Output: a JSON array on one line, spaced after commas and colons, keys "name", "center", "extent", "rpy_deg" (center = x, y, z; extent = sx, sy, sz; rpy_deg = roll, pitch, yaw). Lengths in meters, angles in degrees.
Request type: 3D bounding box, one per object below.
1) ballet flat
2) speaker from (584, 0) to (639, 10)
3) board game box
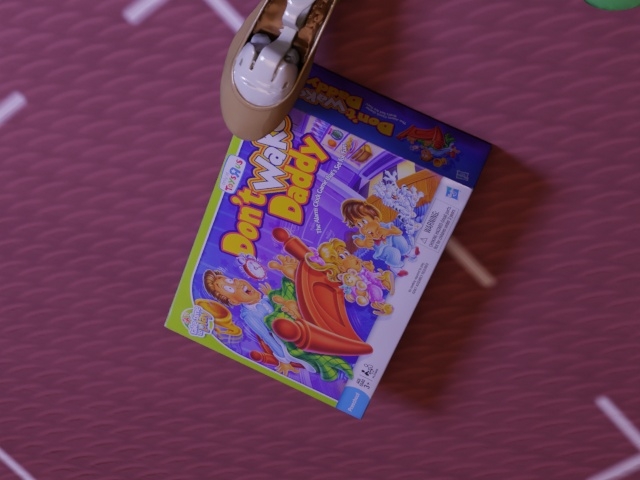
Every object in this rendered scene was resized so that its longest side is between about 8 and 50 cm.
[{"name": "ballet flat", "center": [-0.035, -0.192, 1.810], "extent": [0.080, 0.073, 0.232], "rpy_deg": [26, 106, 2]}, {"name": "speaker", "center": [0.202, -0.325, 1.593], "extent": [0.131, 0.131, 0.296], "rpy_deg": [-9, 137, 28]}, {"name": "board game box", "center": [0.000, 0.000, 2.005], "extent": [0.233, 0.078, 0.347], "rpy_deg": [25, 132, 3]}]
